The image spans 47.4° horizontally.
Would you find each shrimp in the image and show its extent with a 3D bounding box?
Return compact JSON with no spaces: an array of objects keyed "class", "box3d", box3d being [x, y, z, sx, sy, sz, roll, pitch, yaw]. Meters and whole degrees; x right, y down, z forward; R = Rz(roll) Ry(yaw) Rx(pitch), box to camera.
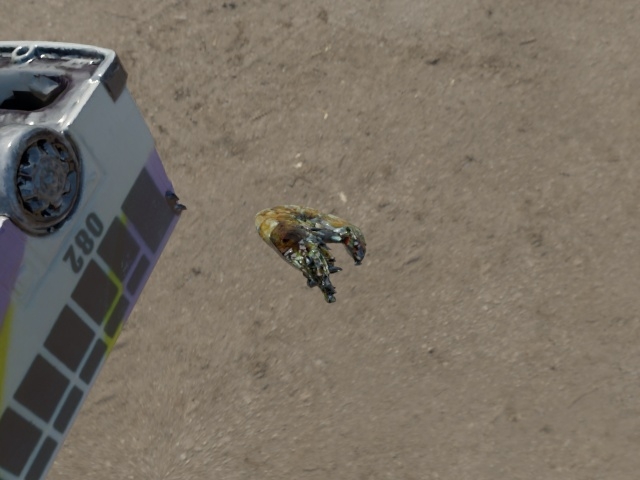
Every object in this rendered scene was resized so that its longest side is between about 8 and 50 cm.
[{"class":"shrimp","box3d":[0.000,0.000,0.599,0.091,0.161,0.034,-5,115,-16]}]

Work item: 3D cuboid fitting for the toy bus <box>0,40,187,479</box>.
[{"class":"toy bus","box3d":[-0.300,0.054,0.613,0.209,0.249,0.440,6,56,21]}]
